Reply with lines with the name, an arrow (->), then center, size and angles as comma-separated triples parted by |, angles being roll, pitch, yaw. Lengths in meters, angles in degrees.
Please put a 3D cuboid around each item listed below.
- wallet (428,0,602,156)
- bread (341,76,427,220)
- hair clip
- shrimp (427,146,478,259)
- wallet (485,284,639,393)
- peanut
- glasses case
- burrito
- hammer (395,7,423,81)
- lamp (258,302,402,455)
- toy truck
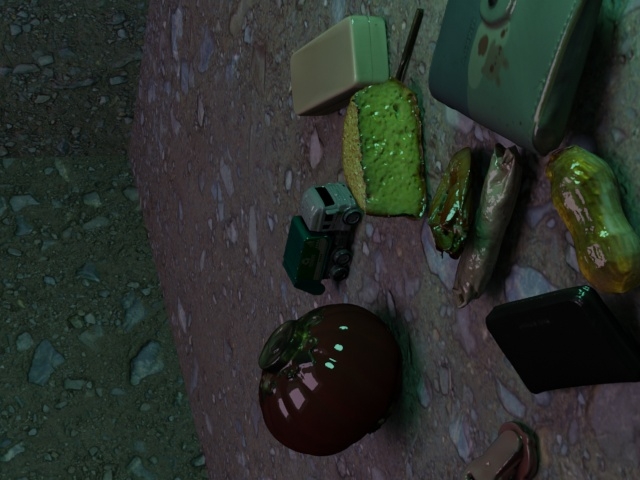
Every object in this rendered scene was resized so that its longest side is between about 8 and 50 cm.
wallet -> 0.261, -0.281, 1.316 | 0.360, 0.083, 0.252 | -131, 49, -63
bread -> 0.109, -0.153, 1.681 | 0.134, 0.129, 0.260 | 147, 118, -73
hair clip -> 0.294, 0.353, 1.434 | 0.138, 0.102, 0.123 | -54, 34, 7
shrimp -> 0.207, -0.053, 1.437 | 0.267, 0.061, 0.145 | -66, -2, -57
wallet -> 0.317, 0.138, 1.256 | 0.149, 0.044, 0.250 | 55, 156, -4
peanut -> 0.347, -0.029, 1.175 | 0.087, 0.087, 0.207 | 123, 135, -56
glasses case -> 0.032, -0.348, 1.899 | 0.336, 0.076, 0.144 | 175, 91, -68
burrito -> 0.256, -0.021, 1.413 | 0.082, 0.059, 0.275 | -68, -9, -62
hammer -> 0.142, -0.291, 1.714 | 0.058, 0.029, 0.292 | -119, 35, -43
lamp -> 0.014, 0.264, 1.786 | 0.303, 0.257, 0.303 | -45, 22, 24
toy truck -> 0.000, 0.000, 1.979 | 0.114, 0.124, 0.253 | -121, 33, -44
